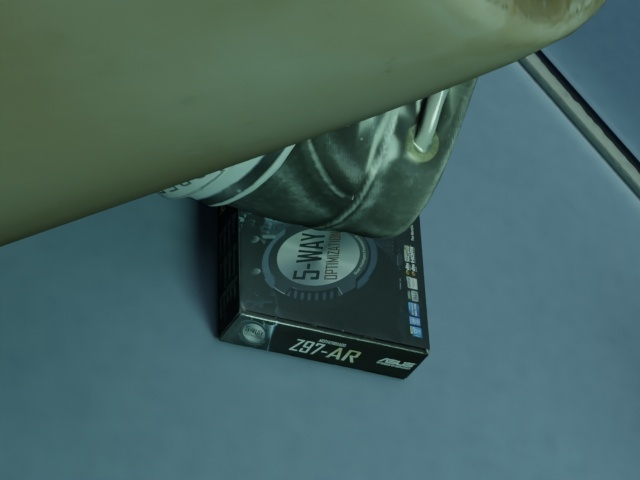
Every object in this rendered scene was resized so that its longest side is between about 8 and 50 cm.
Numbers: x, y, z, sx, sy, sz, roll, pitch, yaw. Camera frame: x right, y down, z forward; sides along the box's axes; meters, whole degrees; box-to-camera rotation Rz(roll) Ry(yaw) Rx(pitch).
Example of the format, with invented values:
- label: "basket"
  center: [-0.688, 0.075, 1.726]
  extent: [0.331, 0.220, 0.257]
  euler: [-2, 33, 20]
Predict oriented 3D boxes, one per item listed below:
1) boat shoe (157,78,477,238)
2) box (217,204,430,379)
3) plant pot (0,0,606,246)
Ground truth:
- label: "boat shoe"
  center: [0.024, -0.161, 0.623]
  extent: [0.119, 0.121, 0.335]
  euler: [24, 82, -36]
- label: "box"
  center: [0.000, 0.000, 0.628]
  extent: [0.067, 0.018, 0.083]
  euler: [14, 52, -21]
- label: "plant pot"
  center: [-0.087, -0.124, 0.403]
  extent: [0.323, 0.280, 0.323]
  euler: [7, 82, -62]
